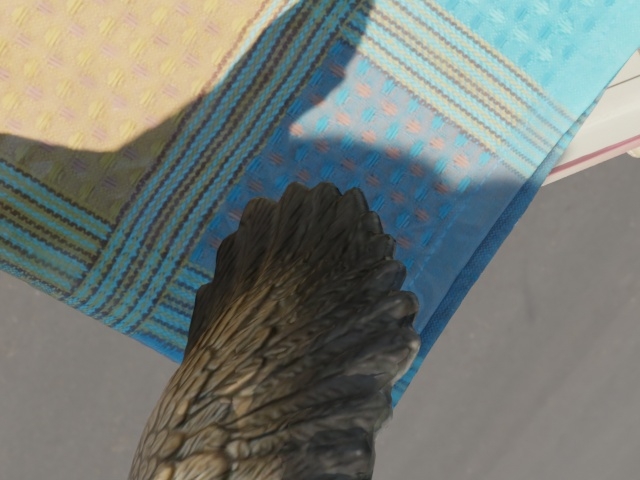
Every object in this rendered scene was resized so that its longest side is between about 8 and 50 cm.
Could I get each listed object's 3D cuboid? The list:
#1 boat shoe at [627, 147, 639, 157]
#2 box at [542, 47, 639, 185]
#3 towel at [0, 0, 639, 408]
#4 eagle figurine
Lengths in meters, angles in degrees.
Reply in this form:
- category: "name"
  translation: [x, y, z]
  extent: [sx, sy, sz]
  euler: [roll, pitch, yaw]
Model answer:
- category: "boat shoe"
  translation: [0.218, -0.164, 0.952]
  extent: [0.098, 0.302, 0.109]
  euler: [-22, 132, 25]
- category: "box"
  translation: [0.126, -0.118, 0.694]
  extent: [0.232, 0.148, 0.127]
  euler: [-21, 168, -8]
- category: "towel"
  translation: [-0.045, -0.089, 0.502]
  extent: [0.370, 0.040, 0.271]
  euler: [31, 98, -31]
- category: "eagle figurine"
  translation: [-0.072, 0.131, 0.360]
  extent: [0.226, 0.298, 0.225]
  euler: [-2, 161, -46]
